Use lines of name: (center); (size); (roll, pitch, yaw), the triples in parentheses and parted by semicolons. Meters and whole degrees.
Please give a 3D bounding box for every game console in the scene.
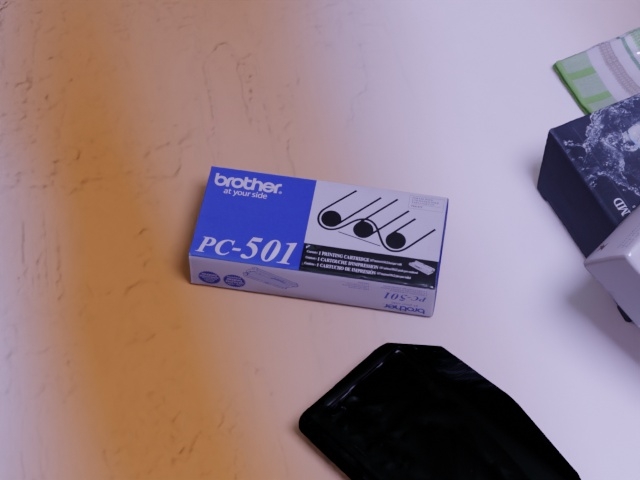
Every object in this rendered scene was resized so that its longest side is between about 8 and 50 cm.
game console: (0.022, 0.233, 1.092); (0.361, 0.044, 0.213); (-38, 63, -23)

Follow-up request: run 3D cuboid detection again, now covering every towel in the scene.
towel: (0.307, -0.152, 1.359); (0.152, 0.023, 0.113); (-22, 59, -14)

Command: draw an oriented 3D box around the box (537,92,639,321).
box: (0.293, -0.040, 1.244); (0.158, 0.093, 0.156); (-22, 60, -13)

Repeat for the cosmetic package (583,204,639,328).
cosmetic package: (0.326, 0.061, 1.121); (0.117, 0.085, 0.231); (-44, 95, -14)

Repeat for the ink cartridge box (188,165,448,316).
ink cartridge box: (0.000, 0.000, 1.242); (0.207, 0.046, 0.097); (8, 56, 5)
